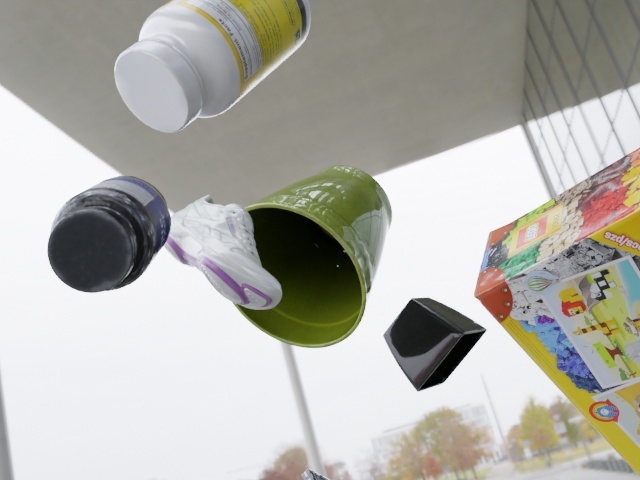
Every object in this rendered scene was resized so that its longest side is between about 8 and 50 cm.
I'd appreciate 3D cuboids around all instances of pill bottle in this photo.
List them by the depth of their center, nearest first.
[{"bbox_3d":[-0.256,-0.008,0.938,0.122,0.123,0.219,-16,12,0],"label":"pill bottle"},{"bbox_3d":[-0.172,-0.321,1.256,0.334,0.188,0.188,-50,5,-38],"label":"pill bottle"}]

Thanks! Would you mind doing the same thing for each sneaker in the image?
[{"bbox_3d":[-0.156,0.005,1.324,0.152,0.305,0.114,-41,-40,-20],"label":"sneaker"}]

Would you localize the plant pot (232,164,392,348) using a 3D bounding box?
[{"bbox_3d":[0.000,0.000,1.801,0.366,0.366,0.353,-31,11,38],"label":"plant pot"}]

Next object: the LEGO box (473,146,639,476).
[{"bbox_3d":[0.537,0.122,1.135,0.372,0.500,0.193,-35,16,36],"label":"LEGO box"}]

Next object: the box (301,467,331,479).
[{"bbox_3d":[0.011,0.430,1.310,0.083,0.067,0.018,38,-82,-33],"label":"box"}]

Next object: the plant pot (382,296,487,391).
[{"bbox_3d":[0.271,0.240,1.910,0.188,0.167,0.187,-54,-25,16],"label":"plant pot"}]
